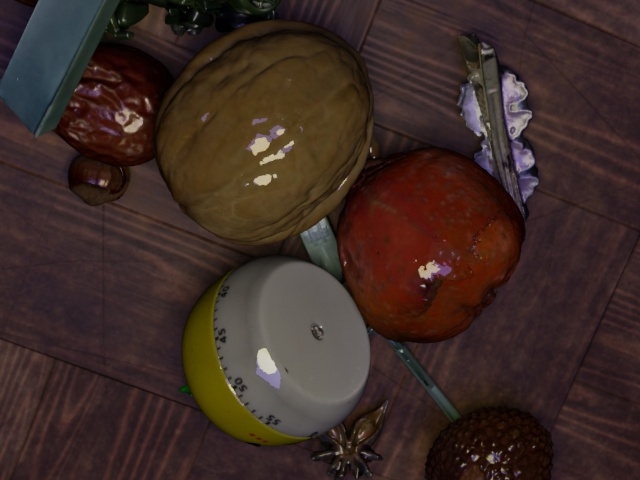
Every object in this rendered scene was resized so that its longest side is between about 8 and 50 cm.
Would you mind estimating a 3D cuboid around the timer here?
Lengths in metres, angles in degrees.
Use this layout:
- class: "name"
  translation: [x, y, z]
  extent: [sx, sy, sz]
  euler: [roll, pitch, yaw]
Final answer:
- class: "timer"
  translation: [-0.093, 0.171, 1.608]
  extent: [0.285, 0.285, 0.285]
  euler: [-1, 101, -4]

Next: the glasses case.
- class: "glasses case"
  translation: [-0.312, -0.266, 1.426]
  extent: [0.105, 0.056, 0.266]
  euler: [46, 117, 25]

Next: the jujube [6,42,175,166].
- class: "jujube"
  translation: [-0.308, -0.198, 1.554]
  extent: [0.236, 0.168, 0.168]
  euler: [22, 99, 4]

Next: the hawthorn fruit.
- class: "hawthorn fruit"
  translation: [0.134, -0.021, 1.573]
  extent: [0.276, 0.276, 0.307]
  euler: [-32, 76, 3]

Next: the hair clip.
- class: "hair clip"
  translation: [0.258, -0.158, 1.638]
  extent: [0.106, 0.084, 0.292]
  euler: [-16, 107, -6]

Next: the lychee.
- class: "lychee"
  translation: [0.254, 0.327, 1.684]
  extent: [0.188, 0.188, 0.188]
  euler: [-1, 101, -4]

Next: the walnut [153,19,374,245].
- class: "walnut"
  translation: [-0.068, -0.147, 1.485]
  extent: [0.313, 0.277, 0.252]
  euler: [-42, 73, -8]

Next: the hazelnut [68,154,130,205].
- class: "hazelnut"
  translation: [-0.314, -0.090, 1.612]
  extent: [0.086, 0.086, 0.086]
  euler: [-1, 101, -4]

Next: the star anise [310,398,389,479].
- class: "star anise"
  translation: [0.061, 0.369, 1.756]
  extent: [0.148, 0.218, 0.227]
  euler: [-30, 148, -27]

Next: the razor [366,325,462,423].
- class: "razor"
  translation: [0.149, 0.199, 1.718]
  extent: [0.084, 0.036, 0.211]
  euler: [-37, 101, 6]

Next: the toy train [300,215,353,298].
- class: "toy train"
  translation: [0.000, 0.000, 1.660]
  extent: [0.052, 0.051, 0.234]
  euler: [-22, 102, 4]

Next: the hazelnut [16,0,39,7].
- class: "hazelnut"
  translation: [-0.367, -0.388, 1.520]
  extent: [0.143, 0.143, 0.154]
  euler: [-10, 84, -2]

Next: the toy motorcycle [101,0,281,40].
- class: "toy motorcycle"
  translation: [-0.191, -0.321, 1.490]
  extent: [0.275, 0.205, 0.127]
  euler: [-5, 100, -43]
